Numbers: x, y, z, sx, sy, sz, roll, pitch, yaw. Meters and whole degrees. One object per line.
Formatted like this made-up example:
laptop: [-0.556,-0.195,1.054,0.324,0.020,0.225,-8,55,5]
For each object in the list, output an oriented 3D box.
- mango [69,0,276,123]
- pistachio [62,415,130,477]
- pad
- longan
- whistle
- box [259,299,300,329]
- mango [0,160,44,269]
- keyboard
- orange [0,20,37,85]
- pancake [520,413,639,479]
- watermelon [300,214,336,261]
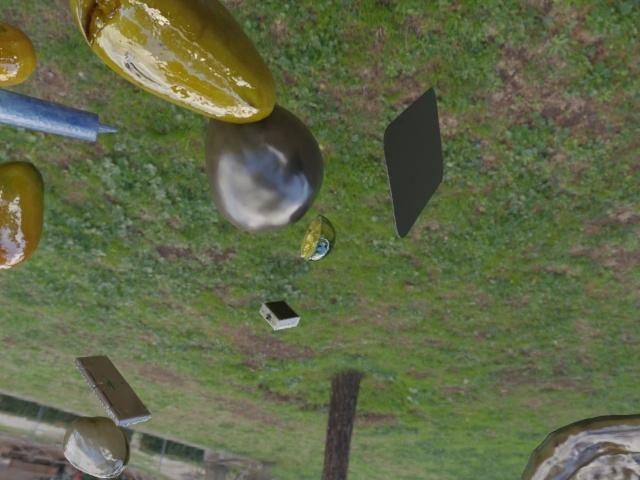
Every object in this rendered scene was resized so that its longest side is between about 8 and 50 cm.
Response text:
mango: [-0.226,-0.332,0.820,0.364,0.253,0.182,32,120,-18]
pistachio: [-0.461,0.426,1.024,0.149,0.113,0.113,35,157,25]
pad: [0.160,-0.134,0.809,0.004,0.267,0.181,3,120,30]
longan: [-0.125,-0.152,1.044,0.300,0.243,0.300,24,127,35]
whistle: [-0.515,-0.232,0.928,0.062,0.062,0.304,-10,179,21]
box: [-0.111,0.199,1.323,0.083,0.079,0.035,-1,123,-46]
mango: [-0.726,-0.057,1.118,0.139,0.255,0.175,17,-167,23]
keyboard: [-0.318,0.224,0.745,0.166,0.017,0.055,29,-167,39]
orange: [-0.739,-0.427,1.131,0.154,0.155,0.134,19,124,-20]
pancake: [0.297,0.254,0.420,0.250,0.031,0.250,8,108,26]
watermelon: [0.000,0.000,1.069,0.062,0.106,0.105,20,144,-17]
